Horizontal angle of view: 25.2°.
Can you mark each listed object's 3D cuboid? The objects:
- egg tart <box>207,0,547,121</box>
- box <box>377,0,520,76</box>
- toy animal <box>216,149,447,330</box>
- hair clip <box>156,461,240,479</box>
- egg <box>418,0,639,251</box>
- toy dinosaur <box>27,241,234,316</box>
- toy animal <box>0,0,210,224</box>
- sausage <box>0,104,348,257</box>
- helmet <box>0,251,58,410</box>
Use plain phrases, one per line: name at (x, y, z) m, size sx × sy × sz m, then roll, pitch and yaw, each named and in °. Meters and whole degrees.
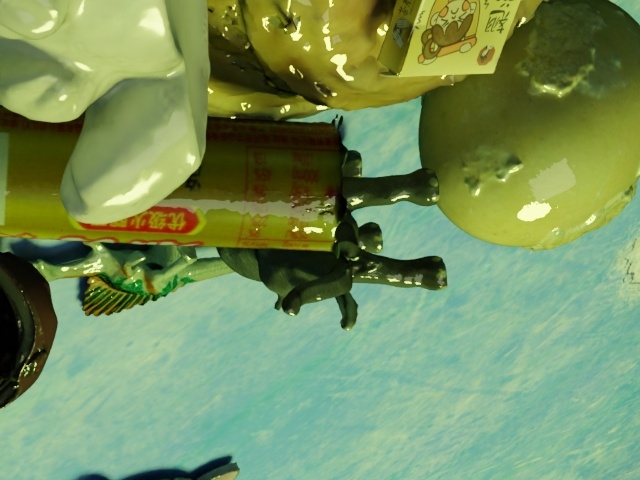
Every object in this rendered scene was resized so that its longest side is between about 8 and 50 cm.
egg tart at (0.028, -0.186, 0.768) m, size 0.352 × 0.150 × 0.352 m, roll -26°, pitch 143°, yaw -21°
box at (0.079, -0.146, 0.715) m, size 0.073 × 0.020 × 0.149 m, roll -9°, pitch 129°, yaw -40°
toy animal at (0.010, -0.001, 0.899) m, size 0.137 × 0.269 × 0.082 m, roll -7°, pitch 105°, yaw -14°
hair clip at (-0.141, 0.253, 1.224) m, size 0.187 × 0.056 × 0.146 m, roll 7°, pitch 128°, yaw -34°
egg at (0.146, -0.083, 0.966) m, size 0.201 × 0.164 × 0.164 m, roll -53°, pitch 158°, yaw -36°
toy dinosaur at (-0.118, 0.025, 0.984) m, size 0.106 × 0.044 × 0.187 m, roll -31°, pitch 160°, yaw 16°
toy animal at (-0.185, -0.133, 0.590) m, size 0.265 × 0.206 × 0.272 m, roll -1°, pitch 152°, yaw 5°
sausage at (-0.168, -0.037, 0.735) m, size 0.371 × 0.082 × 0.082 m, roll 3°, pitch 134°, yaw -12°
helmet at (-0.205, 0.050, 0.892) m, size 0.123 × 0.098 × 0.070 m, roll -55°, pitch 169°, yaw 25°
